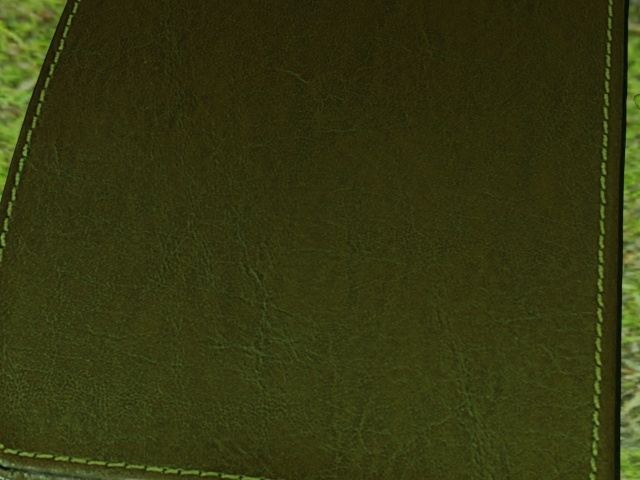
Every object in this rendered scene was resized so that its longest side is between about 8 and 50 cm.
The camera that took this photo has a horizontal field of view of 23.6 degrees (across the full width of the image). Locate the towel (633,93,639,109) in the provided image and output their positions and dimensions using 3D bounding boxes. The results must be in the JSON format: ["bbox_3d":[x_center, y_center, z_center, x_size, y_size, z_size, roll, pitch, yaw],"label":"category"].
[{"bbox_3d":[0.220,-0.098,0.504,0.237,0.102,0.021,-45,152,12],"label":"towel"}]

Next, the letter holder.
[{"bbox_3d":[0.000,0.000,0.596,0.215,0.301,0.152,6,144,4],"label":"letter holder"}]
